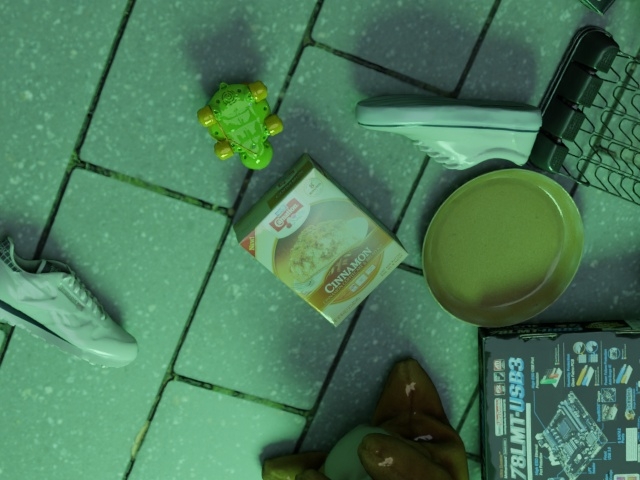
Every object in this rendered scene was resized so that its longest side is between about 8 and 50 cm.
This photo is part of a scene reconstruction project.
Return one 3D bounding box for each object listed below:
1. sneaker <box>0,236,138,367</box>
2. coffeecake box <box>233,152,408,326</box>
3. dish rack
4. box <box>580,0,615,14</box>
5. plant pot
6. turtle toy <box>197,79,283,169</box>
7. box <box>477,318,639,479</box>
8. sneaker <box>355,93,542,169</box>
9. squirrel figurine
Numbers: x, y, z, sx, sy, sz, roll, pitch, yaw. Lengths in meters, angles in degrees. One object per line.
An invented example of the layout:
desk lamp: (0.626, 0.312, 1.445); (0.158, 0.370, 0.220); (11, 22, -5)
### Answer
sneaker: (-0.330, 0.085, 1.665); (0.235, 0.090, 0.094); (29, 92, -23)
coffeecake box: (0.000, 0.000, 1.712); (0.142, 0.068, 0.185); (-45, 113, 8)
dish rack: (0.434, -0.149, 1.753); (0.272, 0.074, 0.208); (19, 107, -20)
box: (0.333, -0.423, 1.632); (0.220, 0.051, 0.175); (36, 100, -23)
plant pot: (0.251, 0.008, 1.792); (0.236, 0.032, 0.236); (-5, 112, -12)
turtle toy: (-0.099, -0.145, 1.634); (0.095, 0.066, 0.130); (-26, 115, -2)
box: (0.376, 0.264, 1.842); (0.293, 0.073, 0.295); (-3, 99, 2)
sneaker: (0.168, -0.138, 1.682); (0.258, 0.094, 0.091); (3, 106, -15)
squirrel figurine: (0.135, 0.431, 1.743); (0.281, 0.370, 0.397); (-31, 114, 0)
